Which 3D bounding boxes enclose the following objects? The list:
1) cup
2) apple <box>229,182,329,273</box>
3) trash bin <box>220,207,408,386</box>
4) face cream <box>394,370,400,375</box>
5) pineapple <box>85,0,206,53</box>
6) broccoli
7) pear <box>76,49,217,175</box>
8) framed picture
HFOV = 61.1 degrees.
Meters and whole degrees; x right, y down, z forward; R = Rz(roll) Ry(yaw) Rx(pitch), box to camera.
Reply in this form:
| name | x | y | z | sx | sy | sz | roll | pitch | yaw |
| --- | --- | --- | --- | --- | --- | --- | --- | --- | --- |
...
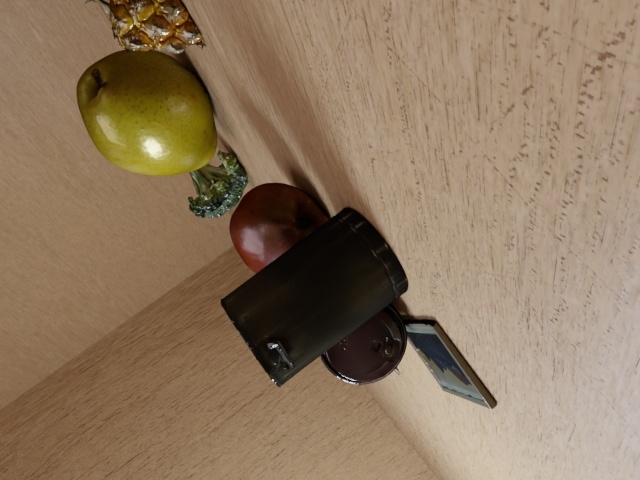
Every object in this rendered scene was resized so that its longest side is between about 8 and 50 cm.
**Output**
| name | x | y | z | sx | sy | sz | roll | pitch | yaw |
| --- | --- | --- | --- | --- | --- | --- | --- | --- | --- |
| cup | 0.082 | 0.197 | 1.240 | 0.196 | 0.196 | 0.280 | 56 | -178 | -9 |
| apple | -0.095 | -0.027 | 1.249 | 0.234 | 0.234 | 0.234 | 52 | 170 | 13 |
| trash bin | -0.014 | 0.105 | 1.026 | 0.203 | 0.301 | 0.252 | 57 | 169 | -18 |
| face cream | 0.144 | 0.327 | 1.722 | 0.274 | 0.096 | 0.154 | 45 | 174 | -34 |
| pineapple | -0.419 | -0.531 | 1.201 | 0.335 | 0.158 | 0.161 | 51 | 169 | 24 |
| broccoli | -0.391 | -0.211 | 1.924 | 0.243 | 0.247 | 0.263 | 47 | 152 | 0 |
| pear | -0.493 | -0.364 | 1.582 | 0.418 | 0.362 | 0.362 | 21 | -159 | -53 |
| framed picture | 0.246 | 0.243 | 1.113 | 0.192 | 0.018 | 0.265 | 55 | 171 | 4 |
